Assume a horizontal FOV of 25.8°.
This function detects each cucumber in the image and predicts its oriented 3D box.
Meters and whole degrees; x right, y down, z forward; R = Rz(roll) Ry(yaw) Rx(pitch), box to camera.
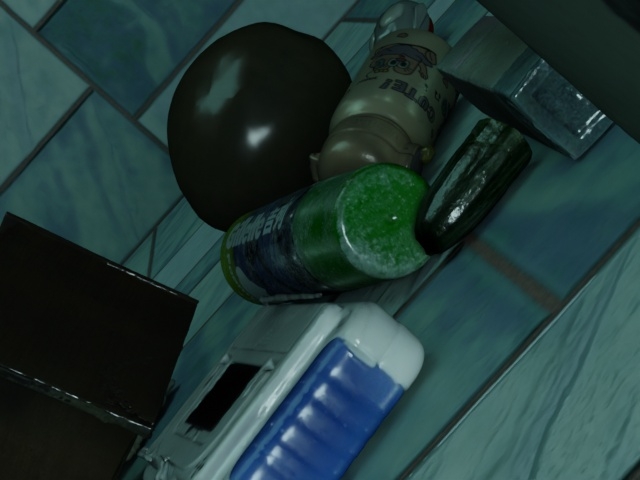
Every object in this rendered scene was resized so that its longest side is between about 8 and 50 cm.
[{"bbox_3d":[0.102,-0.035,0.992,0.105,0.048,0.048,-51,10,-9],"label":"cucumber"}]

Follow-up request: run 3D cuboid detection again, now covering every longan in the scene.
[{"bbox_3d":[-0.069,-0.122,1.585,0.248,0.248,0.248,-46,10,11],"label":"longan"}]

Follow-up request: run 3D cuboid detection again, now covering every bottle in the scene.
[{"bbox_3d":[0.000,0.000,1.159,0.093,0.093,0.330,-51,11,-16],"label":"bottle"},{"bbox_3d":[0.068,-0.107,1.289,0.110,0.097,0.209,5,38,20],"label":"bottle"}]

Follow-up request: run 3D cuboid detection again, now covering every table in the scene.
[{"bbox_3d":[-0.251,0.158,1.164,0.250,0.196,0.282,-62,6,17],"label":"table"}]

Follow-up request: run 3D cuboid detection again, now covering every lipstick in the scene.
[{"bbox_3d":[0.153,-0.123,1.053,0.068,0.066,0.317,-49,10,5],"label":"lipstick"}]

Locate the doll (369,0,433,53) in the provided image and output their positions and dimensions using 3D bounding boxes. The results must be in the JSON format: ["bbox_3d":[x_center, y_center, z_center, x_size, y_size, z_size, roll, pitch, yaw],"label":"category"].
[{"bbox_3d":[0.099,-0.237,1.694,0.102,0.075,0.227,-53,18,33],"label":"doll"}]

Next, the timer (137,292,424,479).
[{"bbox_3d":[-0.039,0.116,0.934,0.178,0.078,0.253,-51,11,-13],"label":"timer"}]

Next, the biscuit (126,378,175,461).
[{"bbox_3d":[-0.225,0.211,1.467,0.188,0.040,0.265,-50,10,1],"label":"biscuit"}]

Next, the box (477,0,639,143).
[{"bbox_3d":[0.109,-0.109,0.342,0.090,0.367,0.373,-50,11,-3],"label":"box"}]
